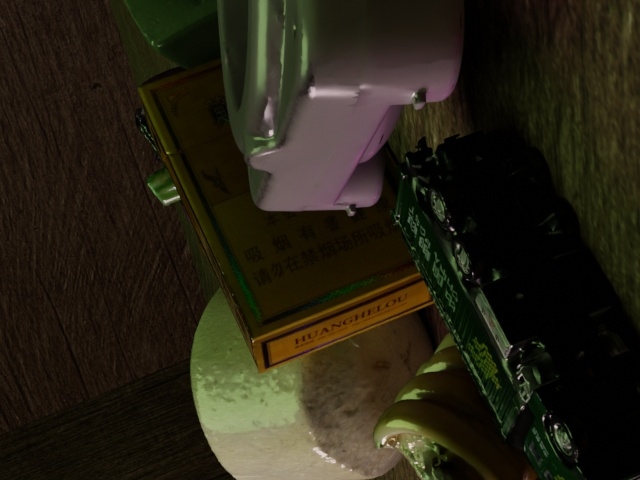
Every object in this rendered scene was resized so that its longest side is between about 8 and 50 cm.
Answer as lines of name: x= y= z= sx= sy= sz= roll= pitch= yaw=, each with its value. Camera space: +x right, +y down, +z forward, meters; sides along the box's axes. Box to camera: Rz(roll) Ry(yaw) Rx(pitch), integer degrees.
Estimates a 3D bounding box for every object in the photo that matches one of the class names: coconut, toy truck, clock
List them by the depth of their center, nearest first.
clock: x=-0.005 y=-0.199 z=0.782 sx=0.295 sy=0.113 sz=0.322 roll=120 pitch=146 yaw=-72
toy truck: x=0.137 y=0.050 z=0.786 sx=0.121 sy=0.088 sz=0.259 roll=93 pitch=154 yaw=-64
coconut: x=-0.024 y=0.136 z=1.236 sx=0.266 sy=0.237 sz=0.237 roll=-15 pitch=98 yaw=37

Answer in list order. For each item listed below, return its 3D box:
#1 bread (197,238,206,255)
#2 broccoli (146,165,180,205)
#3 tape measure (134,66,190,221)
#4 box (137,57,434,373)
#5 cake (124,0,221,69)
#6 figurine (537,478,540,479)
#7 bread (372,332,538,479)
bread: x=-0.056 y=-0.034 z=1.361 sx=0.149 sy=0.143 sz=0.158 roll=-134 pitch=34 yaw=-52
broccoli: x=-0.134 y=-0.109 z=1.540 sx=0.220 sy=0.194 sz=0.194 roll=-118 pitch=11 yaw=-59
tape measure: x=-0.197 y=-0.151 z=1.880 sx=0.231 sy=0.149 sz=0.245 roll=112 pitch=135 yaw=-78
box: x=-0.030 y=-0.047 z=1.132 sx=0.084 sy=0.193 sz=0.301 roll=88 pitch=158 yaw=-60
cake: x=-0.114 y=-0.228 z=1.275 sx=0.283 sy=0.172 sz=0.158 roll=88 pitch=160 yaw=-66
figurine: x=0.171 y=0.230 z=0.920 sx=0.234 sy=0.127 sz=0.185 roll=72 pitch=-177 yaw=-84
bread: x=0.114 y=0.132 z=0.869 sx=0.119 sy=0.177 sz=0.084 roll=41 pitch=136 yaw=0
